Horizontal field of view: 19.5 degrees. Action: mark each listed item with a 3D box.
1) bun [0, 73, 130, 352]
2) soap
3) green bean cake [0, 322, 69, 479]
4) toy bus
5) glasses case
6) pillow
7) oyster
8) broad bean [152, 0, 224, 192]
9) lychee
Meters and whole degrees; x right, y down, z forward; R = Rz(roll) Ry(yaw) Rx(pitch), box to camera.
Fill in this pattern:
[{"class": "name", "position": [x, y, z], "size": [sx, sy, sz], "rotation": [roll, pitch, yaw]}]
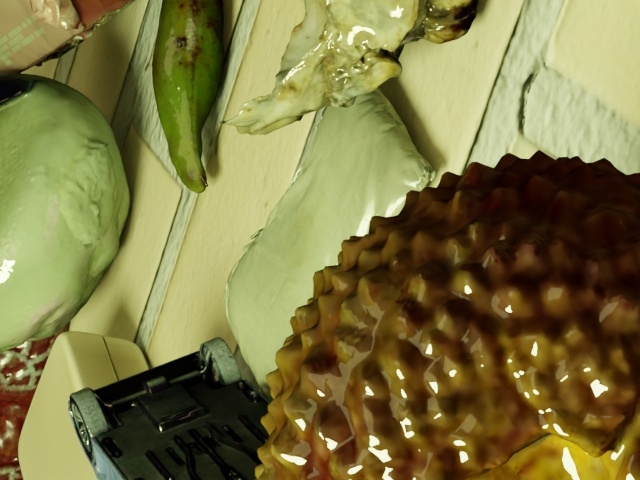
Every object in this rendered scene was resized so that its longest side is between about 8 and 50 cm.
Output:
[{"class": "bun", "position": [-0.283, -0.003, 1.725], "size": [0.293, 0.187, 0.293], "rotation": [-24, 50, 32]}, {"class": "soap", "position": [-0.233, -0.235, 1.738], "size": [0.098, 0.218, 0.273], "rotation": [59, 152, -9]}, {"class": "green bean cake", "position": [-0.348, 0.174, 1.840], "size": [0.097, 0.198, 0.233], "rotation": [-130, 40, -69]}, {"class": "toy bus", "position": [-0.072, 0.173, 1.264], "size": [0.292, 0.125, 0.133], "rotation": [33, 140, 63]}, {"class": "glasses case", "position": [-0.168, 0.220, 1.509], "size": [0.144, 0.076, 0.336], "rotation": [-66, 28, 25]}, {"class": "pillow", "position": [0.000, 0.000, 1.292], "size": [0.230, 0.050, 0.148], "rotation": [-63, 36, 30]}, {"class": "oyster", "position": [0.027, -0.144, 1.223], "size": [0.233, 0.107, 0.161], "rotation": [-44, 25, 53]}, {"class": "broad bean", "position": [-0.110, -0.200, 1.578], "size": [0.077, 0.061, 0.339], "rotation": [134, 141, -59]}, {"class": "lychee", "position": [0.105, 0.081, 0.830], "size": [0.267, 0.267, 0.267], "rotation": [-36, 49, 55]}]
